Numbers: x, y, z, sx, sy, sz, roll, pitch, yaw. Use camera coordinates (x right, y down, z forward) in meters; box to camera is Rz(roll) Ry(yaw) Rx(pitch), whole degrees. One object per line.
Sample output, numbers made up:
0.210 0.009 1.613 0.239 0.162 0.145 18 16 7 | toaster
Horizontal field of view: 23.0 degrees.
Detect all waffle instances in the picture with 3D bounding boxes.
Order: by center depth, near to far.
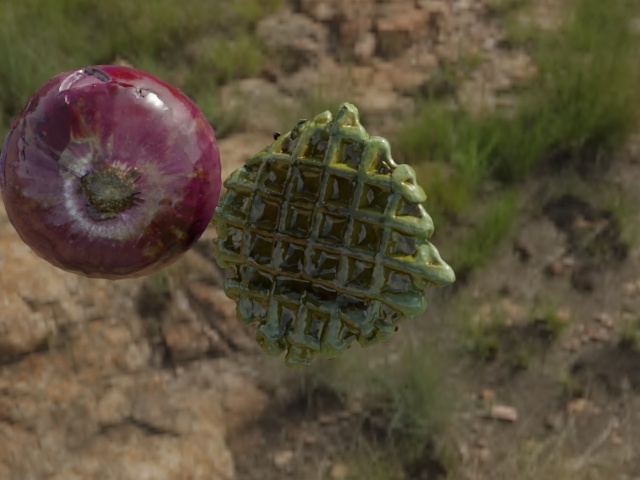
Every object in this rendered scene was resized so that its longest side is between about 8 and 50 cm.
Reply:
0.000 0.000 1.336 0.054 0.214 0.208 -9 66 -59 | waffle

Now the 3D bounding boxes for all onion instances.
-0.167 -0.054 1.259 0.177 0.177 0.153 12 27 12 | onion
